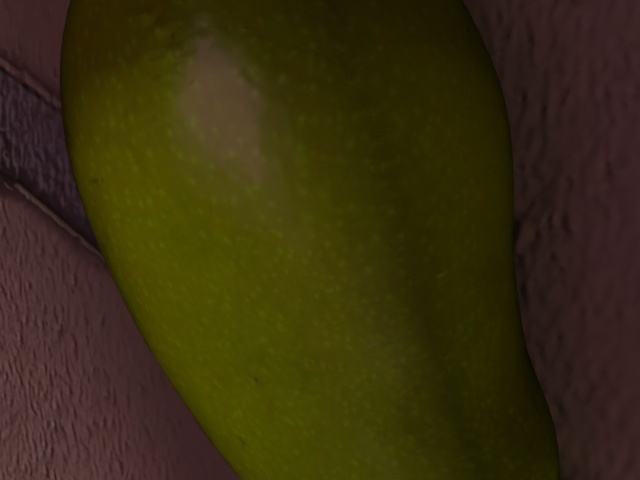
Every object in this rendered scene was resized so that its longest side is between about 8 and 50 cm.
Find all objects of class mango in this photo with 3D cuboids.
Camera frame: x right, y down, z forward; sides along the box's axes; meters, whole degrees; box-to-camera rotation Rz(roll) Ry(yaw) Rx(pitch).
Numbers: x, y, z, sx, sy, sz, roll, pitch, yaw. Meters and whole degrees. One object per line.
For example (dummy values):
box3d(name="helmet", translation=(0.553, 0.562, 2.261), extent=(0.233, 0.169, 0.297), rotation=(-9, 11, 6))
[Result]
box3d(name="mango", translation=(0.000, 0.000, 0.383), extent=(0.175, 0.143, 0.293), rotation=(-19, 96, 35))
